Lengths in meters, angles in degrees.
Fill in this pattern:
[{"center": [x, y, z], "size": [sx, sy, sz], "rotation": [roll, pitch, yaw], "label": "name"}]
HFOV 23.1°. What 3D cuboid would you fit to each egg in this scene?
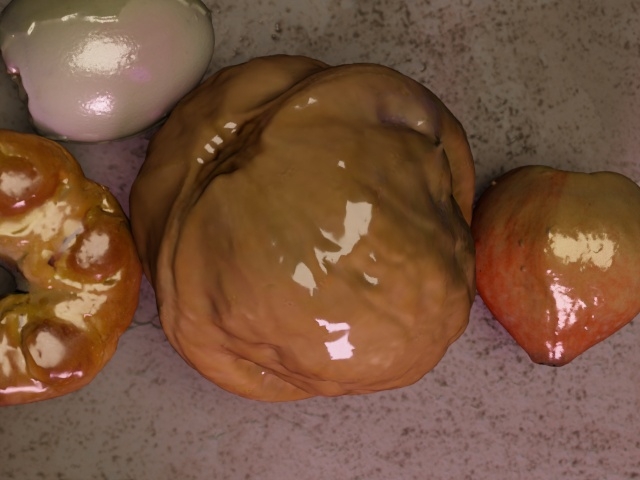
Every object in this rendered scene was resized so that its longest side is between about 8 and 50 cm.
[{"center": [-0.211, -0.194, 1.591], "size": [0.217, 0.183, 0.183], "rotation": [-22, 100, -11], "label": "egg"}]

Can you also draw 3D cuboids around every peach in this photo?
[{"center": [0.271, 0.029, 1.762], "size": [0.232, 0.232, 0.232], "rotation": [-1, 93, -20], "label": "peach"}]

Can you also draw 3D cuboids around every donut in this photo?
[{"center": [-0.347, 0.031, 1.572], "size": [0.317, 0.150, 0.299], "rotation": [41, 79, -18], "label": "donut"}]

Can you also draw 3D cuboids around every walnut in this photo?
[{"center": [-0.010, -0.010, 1.581], "size": [0.383, 0.383, 0.384], "rotation": [-1, 93, -20], "label": "walnut"}]
